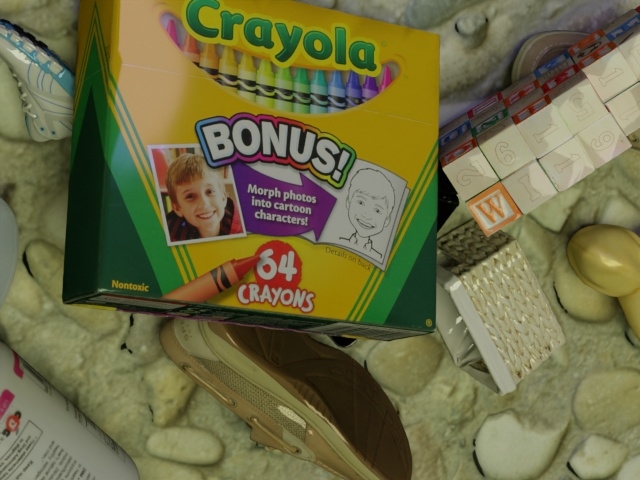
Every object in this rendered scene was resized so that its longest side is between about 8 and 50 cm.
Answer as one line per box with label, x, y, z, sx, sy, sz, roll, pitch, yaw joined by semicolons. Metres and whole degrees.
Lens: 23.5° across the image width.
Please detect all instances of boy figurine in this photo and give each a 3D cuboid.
boy figurine;0.416;0.052;1.832;0.285;0.092;0.177;12;103;-24

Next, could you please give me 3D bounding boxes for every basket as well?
basket;0.188;0.071;1.737;0.103;0.113;0.167;-34;116;-12

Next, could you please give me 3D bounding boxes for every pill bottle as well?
pill bottle;-0.289;0.246;1.579;0.160;0.160;0.283;-44;117;-3

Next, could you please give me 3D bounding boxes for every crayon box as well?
crayon box;-0.058;-0.077;1.507;0.362;0.106;0.313;8;77;-29

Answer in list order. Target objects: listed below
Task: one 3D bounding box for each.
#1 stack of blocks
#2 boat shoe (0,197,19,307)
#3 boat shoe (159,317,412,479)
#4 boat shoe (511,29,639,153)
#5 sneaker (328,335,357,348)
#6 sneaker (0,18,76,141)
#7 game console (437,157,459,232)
stack of blocks;0.269;-0.138;1.596;0.297;0.171;0.087;-32;103;10
boat shoe;-0.422;0.116;1.503;0.135;0.156;0.367;31;65;-23
boat shoe;-0.030;0.174;1.696;0.110;0.122;0.341;-29;119;32
boat shoe;0.355;-0.152;1.732;0.302;0.098;0.109;22;99;-25
sneaker;0.000;0.000;1.633;0.083;0.118;0.222;-22;114;-13
sneaker;-0.272;-0.142;1.507;0.190;0.071;0.083;39;97;-27
game console;0.089;-0.066;1.706;0.122;0.071;0.107;14;132;-24
